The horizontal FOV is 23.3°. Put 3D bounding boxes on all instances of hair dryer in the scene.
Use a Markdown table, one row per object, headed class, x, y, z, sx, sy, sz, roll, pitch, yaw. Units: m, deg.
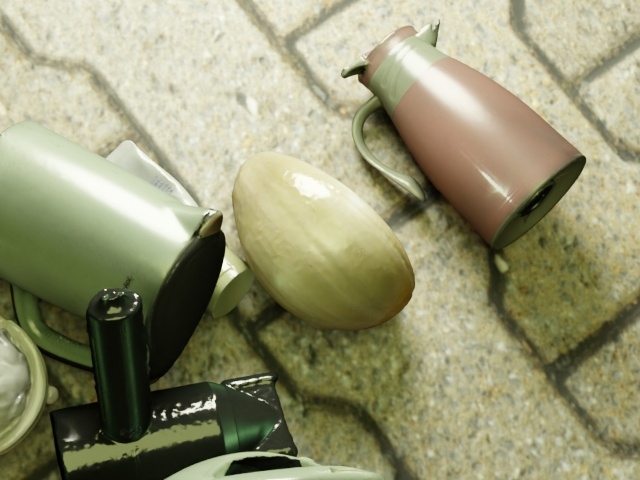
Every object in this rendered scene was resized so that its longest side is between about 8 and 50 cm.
| class | x | y | z | sx | sy | sz | roll | pitch | yaw |
| --- | --- | --- | --- | --- | --- | --- | --- | --- | --- |
| hair dryer | -0.148 | 0.146 | 1.544 | 0.244 | 0.302 | 0.116 | -12 | 51 | -13 |

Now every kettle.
| class | x | y | z | sx | sy | sz | roll | pitch | yaw |
| --- | --- | --- | --- | --- | --- | --- | --- | --- | --- |
| kettle | -0.240 | 0.024 | 1.625 | 0.255 | 0.165 | 0.240 | 26 | 113 | 13 |

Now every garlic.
| class | x | y | z | sx | sy | sz | roll | pitch | yaw |
| --- | --- | --- | --- | --- | --- | --- | --- | --- | --- |
| garlic | -0.006 | -0.003 | 1.691 | 0.245 | 0.164 | 0.145 | 45 | 101 | 6 |

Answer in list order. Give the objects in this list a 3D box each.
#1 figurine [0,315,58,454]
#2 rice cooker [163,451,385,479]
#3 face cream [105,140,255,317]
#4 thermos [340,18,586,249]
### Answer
| class | x | y | z | sx | sy | sz | roll | pitch | yaw |
| --- | --- | --- | --- | --- | --- | --- | --- | --- | --- |
| figurine | -0.388 | 0.140 | 1.585 | 0.237 | 0.141 | 0.162 | 13 | 77 | -5 |
| rice cooker | -0.058 | 0.343 | 1.495 | 0.288 | 0.288 | 0.277 | -6 | 78 | -11 |
| face cream | -0.175 | -0.010 | 1.719 | 0.224 | 0.070 | 0.114 | 38 | 70 | 18 |
| thermos | 0.149 | -0.120 | 1.766 | 0.265 | 0.146 | 0.176 | 44 | 96 | 15 |
